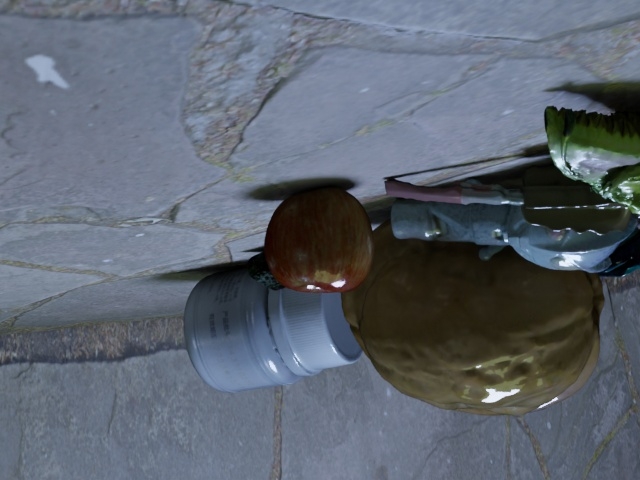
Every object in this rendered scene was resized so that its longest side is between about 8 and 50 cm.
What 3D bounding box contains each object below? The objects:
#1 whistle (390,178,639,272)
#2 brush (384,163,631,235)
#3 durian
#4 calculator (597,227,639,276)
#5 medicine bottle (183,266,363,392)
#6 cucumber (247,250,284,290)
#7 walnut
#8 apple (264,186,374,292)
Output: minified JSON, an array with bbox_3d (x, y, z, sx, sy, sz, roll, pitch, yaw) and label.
[{"bbox_3d":[0.266,-0.029,1.438,0.346,0.134,0.142,2,151,24],"label":"whistle"},{"bbox_3d":[0.226,-0.053,1.319,0.300,0.071,0.084,4,138,11],"label":"brush"},{"bbox_3d":[0.344,-0.085,1.117,0.106,0.132,0.375,19,-173,39],"label":"durian"},{"bbox_3d":[0.529,-0.018,1.736,0.274,0.058,0.248,-26,-178,-5],"label":"calculator"},{"bbox_3d":[-0.086,0.163,2.129,0.306,0.245,0.245,-11,172,26],"label":"medicine bottle"},{"bbox_3d":[-0.029,0.034,1.859,0.074,0.075,0.241,-1,168,-44],"label":"cucumber"},{"bbox_3d":[0.240,0.098,1.646,0.383,0.384,0.383,-7,173,-1],"label":"walnut"},{"bbox_3d":[0.000,0.000,1.372,0.146,0.131,0.146,3,174,0],"label":"apple"}]
